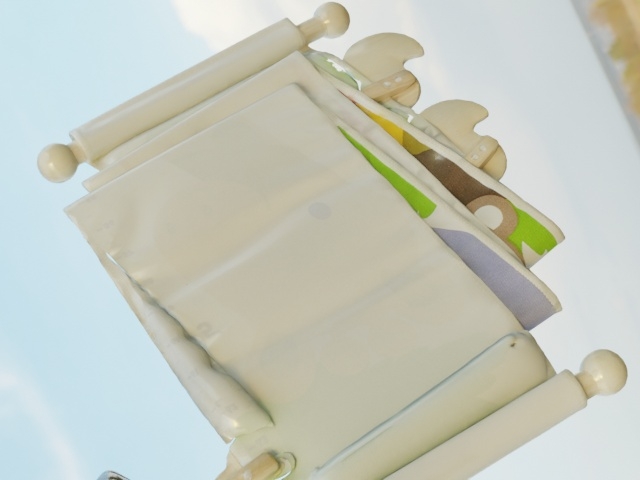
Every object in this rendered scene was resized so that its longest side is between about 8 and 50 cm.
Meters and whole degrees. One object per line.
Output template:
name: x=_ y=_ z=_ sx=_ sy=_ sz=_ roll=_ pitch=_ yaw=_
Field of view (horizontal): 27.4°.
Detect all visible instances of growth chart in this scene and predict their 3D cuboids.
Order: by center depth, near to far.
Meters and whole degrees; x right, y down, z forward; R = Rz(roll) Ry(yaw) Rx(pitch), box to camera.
growth chart: x=0.000 y=0.000 z=0.478 sx=0.237 sy=0.172 sz=0.021 roll=55 pitch=160 yaw=38

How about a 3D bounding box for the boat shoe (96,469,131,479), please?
boat shoe: x=-0.154 y=0.278 z=1.045 sx=0.132 sy=0.130 sz=0.355 roll=35 pitch=175 yaw=-5
